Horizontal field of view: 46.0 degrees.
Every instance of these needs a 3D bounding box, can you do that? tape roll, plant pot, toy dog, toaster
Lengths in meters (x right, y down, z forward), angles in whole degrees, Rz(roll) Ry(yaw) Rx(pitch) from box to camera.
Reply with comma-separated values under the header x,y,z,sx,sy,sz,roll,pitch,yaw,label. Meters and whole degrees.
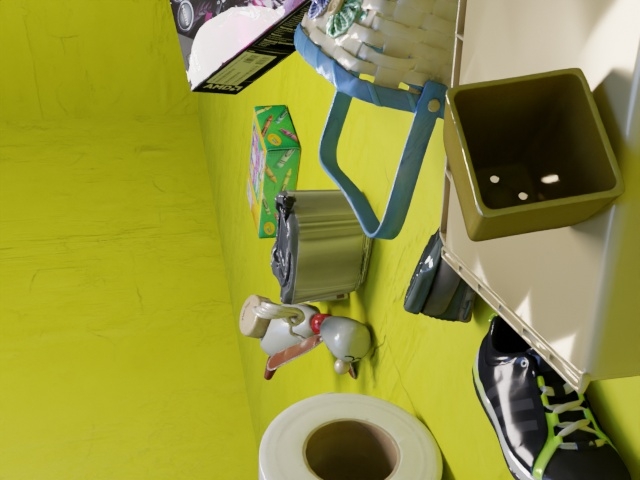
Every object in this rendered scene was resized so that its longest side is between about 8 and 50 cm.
x,y,z,sx,sy,sz,roll,pitch,yaw,label
0.036,0.352,1.035,0.246,0.246,0.169,-117,26,-56,tape roll
0.116,-0.040,0.448,0.083,0.081,0.082,89,170,-68,plant pot
-0.040,0.200,1.384,0.333,0.220,0.161,177,105,-80,toy dog
0.000,0.000,1.257,0.129,0.146,0.227,-112,21,-47,toaster

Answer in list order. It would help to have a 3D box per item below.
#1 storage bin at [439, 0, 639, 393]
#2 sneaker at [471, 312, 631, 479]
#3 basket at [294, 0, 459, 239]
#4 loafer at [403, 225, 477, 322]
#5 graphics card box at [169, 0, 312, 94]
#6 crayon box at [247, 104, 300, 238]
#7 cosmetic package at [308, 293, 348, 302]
x,y,z,sx,sy,sz,roll,pitch,yaw,label
0.191,-0.072,0.545,0.260,0.123,0.262,-124,31,-63,storage bin
0.194,0.140,0.671,0.235,0.084,0.097,-123,33,-62,sneaker
0.071,-0.175,0.810,0.255,0.201,0.289,-122,41,-59,basket
0.165,-0.005,0.796,0.267,0.084,0.096,109,-176,-50,loafer
-0.068,-0.375,1.006,0.371,0.094,0.233,-22,79,46,graphics card box
-0.115,-0.159,1.787,0.278,0.081,0.165,100,159,-45,crayon box
-0.019,0.058,1.478,0.231,0.085,0.117,165,99,-77,cosmetic package
